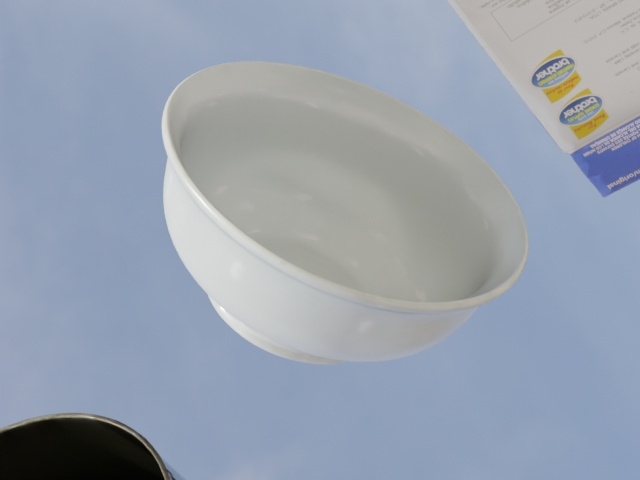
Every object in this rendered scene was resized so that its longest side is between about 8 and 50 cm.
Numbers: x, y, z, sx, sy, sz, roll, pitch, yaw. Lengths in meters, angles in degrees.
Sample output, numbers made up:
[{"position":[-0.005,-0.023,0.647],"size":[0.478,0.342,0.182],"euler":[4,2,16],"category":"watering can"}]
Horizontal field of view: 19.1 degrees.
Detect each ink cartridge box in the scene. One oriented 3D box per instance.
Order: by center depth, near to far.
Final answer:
[{"position":[0.191,-0.187,1.311],"size":[0.311,0.186,0.065],"euler":[50,-156,-25],"category":"ink cartridge box"}]

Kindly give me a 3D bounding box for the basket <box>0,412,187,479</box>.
[{"position":[-0.103,0.209,1.022],"size":[0.227,0.204,0.154],"euler":[41,-152,-50],"category":"basket"}]

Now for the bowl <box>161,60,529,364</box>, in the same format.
[{"position":[0.000,0.000,1.452],"size":[0.298,0.134,0.298],"euler":[17,-147,-11],"category":"bowl"}]
